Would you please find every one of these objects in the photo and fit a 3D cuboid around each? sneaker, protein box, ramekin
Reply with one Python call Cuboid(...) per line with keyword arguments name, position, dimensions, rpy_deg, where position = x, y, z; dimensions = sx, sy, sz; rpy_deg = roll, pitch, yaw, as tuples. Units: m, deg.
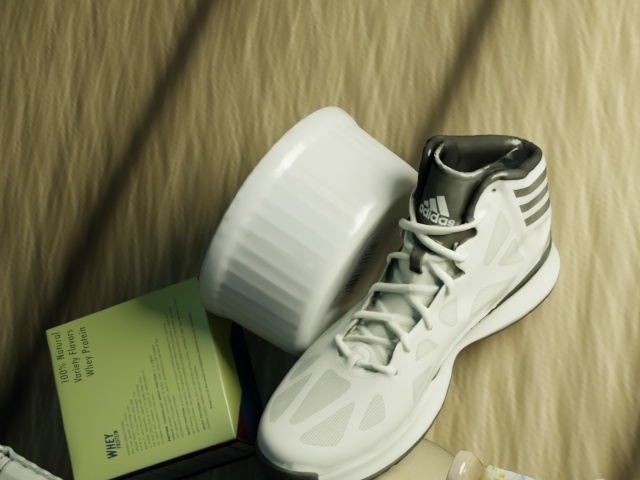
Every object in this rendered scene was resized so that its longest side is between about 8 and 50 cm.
Cuboid(name="sneaker", position=(0.080, 0.041, 1.217), dimensions=(0.169, 0.257, 0.447), rpy_deg=(28, 56, 34))
Cuboid(name="protein box", position=(-0.192, 0.179, 1.408), dimensions=(0.201, 0.136, 0.200), rpy_deg=(-20, 70, 10))
Cuboid(name="ramekin", position=(0.000, 0.000, 1.336), dimensions=(0.135, 0.277, 0.277), rpy_deg=(34, 86, 15))

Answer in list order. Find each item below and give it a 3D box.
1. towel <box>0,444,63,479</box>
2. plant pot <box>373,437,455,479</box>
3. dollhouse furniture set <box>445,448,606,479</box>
Cuboid(name="towel", position=(-0.290, 0.434, 1.323), dimensions=(0.324, 0.056, 0.312), rpy_deg=(26, 100, 8))
Cuboid(name="plant pot", position=(0.040, 0.331, 1.261), dimensions=(0.284, 0.191, 0.284), rpy_deg=(-5, 72, 15))
Cuboid(name="dollhouse furniture set", position=(0.227, 0.398, 0.991), dimensions=(0.362, 0.256, 0.394), rpy_deg=(15, 73, 23))
